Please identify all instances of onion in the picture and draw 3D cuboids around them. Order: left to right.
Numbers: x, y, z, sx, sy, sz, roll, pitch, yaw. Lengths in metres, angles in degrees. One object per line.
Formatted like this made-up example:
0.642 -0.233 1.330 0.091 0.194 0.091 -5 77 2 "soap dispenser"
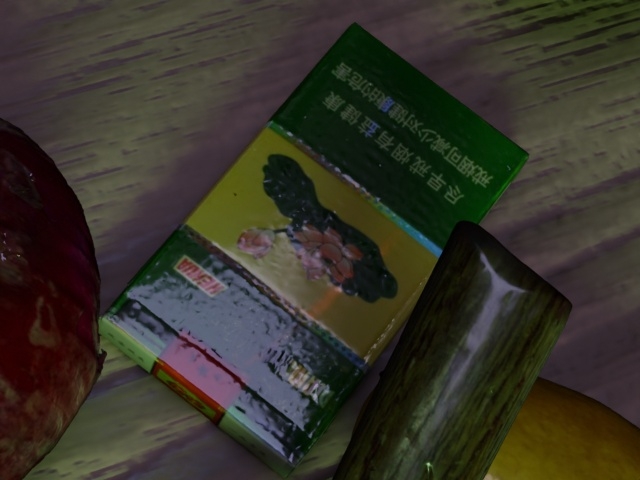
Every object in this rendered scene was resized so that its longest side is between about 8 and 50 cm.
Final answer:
-0.225 0.027 0.766 0.246 0.190 0.246 0 56 0 "onion"

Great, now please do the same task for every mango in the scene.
0.119 0.146 0.844 0.227 0.109 0.147 28 43 -1 "mango"

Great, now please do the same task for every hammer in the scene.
0.004 0.188 0.750 0.242 0.095 0.408 27 85 2 "hammer"

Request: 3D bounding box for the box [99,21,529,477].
0.000 0.000 0.909 0.132 0.034 0.235 37 67 2 "box"
